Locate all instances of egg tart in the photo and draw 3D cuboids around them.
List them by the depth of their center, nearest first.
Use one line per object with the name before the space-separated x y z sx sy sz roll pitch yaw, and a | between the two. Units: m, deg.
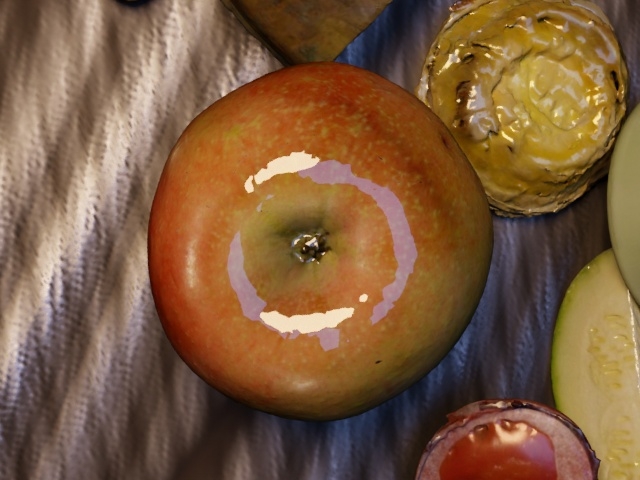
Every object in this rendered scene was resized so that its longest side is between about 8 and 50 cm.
egg tart | 0.239 -0.159 0.802 0.278 0.095 0.279 0 91 -16

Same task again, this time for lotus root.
lotus root | -0.013 -0.338 0.681 0.260 0.149 0.267 42 93 -15

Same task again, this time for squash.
squash | 0.319 0.182 0.816 0.203 0.111 0.289 -37 105 -43

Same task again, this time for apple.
apple | 0.000 0.000 0.646 0.318 0.277 0.320 -1 95 -9

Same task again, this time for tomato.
tomato | 0.205 0.273 0.791 0.199 0.112 0.228 -9 92 14

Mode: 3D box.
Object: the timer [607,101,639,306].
timer | 0.504 -0.044 0.724 0.290 0.315 0.291 2 86 -32
